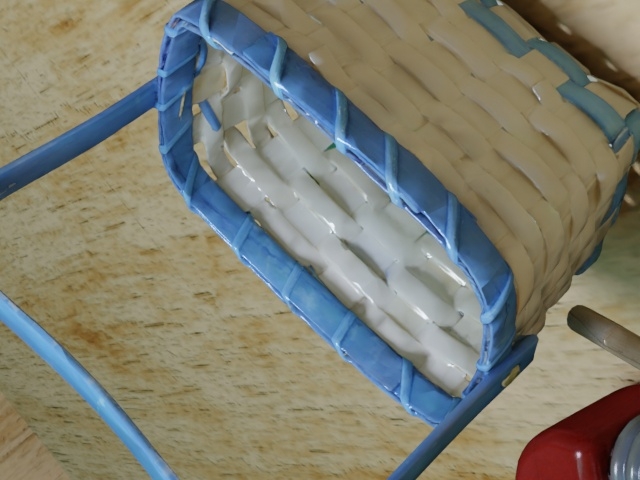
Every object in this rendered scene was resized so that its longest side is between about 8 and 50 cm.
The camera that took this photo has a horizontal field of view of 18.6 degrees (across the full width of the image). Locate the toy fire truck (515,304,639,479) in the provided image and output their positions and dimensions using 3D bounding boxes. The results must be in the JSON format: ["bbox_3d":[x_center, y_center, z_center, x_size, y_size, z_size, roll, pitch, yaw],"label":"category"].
[{"bbox_3d":[0.185,0.125,1.045,0.217,0.158,0.246,12,118,51],"label":"toy fire truck"}]

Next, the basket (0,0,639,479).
[{"bbox_3d":[0.000,0.000,0.951,0.255,0.289,0.201,46,154,20],"label":"basket"}]
